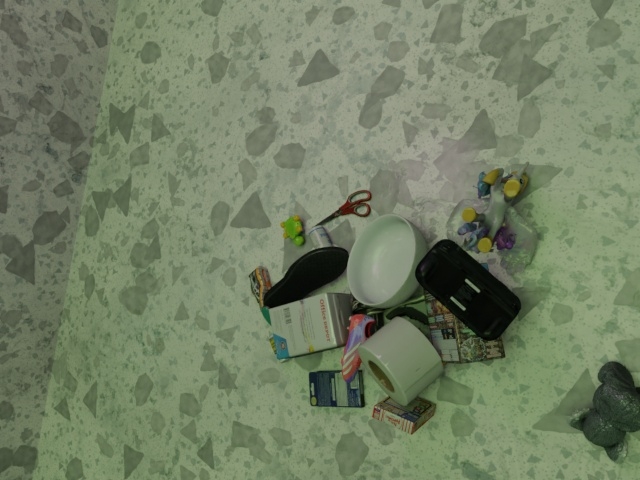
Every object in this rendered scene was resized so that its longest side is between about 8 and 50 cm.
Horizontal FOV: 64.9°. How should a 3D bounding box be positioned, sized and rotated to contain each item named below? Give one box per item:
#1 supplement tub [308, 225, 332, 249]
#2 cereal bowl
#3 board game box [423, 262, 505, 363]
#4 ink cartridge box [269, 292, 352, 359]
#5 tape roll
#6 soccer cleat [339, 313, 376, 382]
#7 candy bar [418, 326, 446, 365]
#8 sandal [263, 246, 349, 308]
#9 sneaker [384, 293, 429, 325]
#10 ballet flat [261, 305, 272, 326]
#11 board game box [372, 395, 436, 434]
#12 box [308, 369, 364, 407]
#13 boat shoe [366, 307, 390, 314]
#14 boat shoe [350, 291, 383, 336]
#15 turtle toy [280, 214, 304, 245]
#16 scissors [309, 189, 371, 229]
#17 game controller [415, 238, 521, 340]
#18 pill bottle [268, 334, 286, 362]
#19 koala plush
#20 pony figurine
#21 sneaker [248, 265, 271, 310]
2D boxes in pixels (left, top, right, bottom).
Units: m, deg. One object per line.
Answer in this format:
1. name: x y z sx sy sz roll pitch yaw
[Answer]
1. supplement tub: 0.000 0.000 2.030 0.071 0.071 0.107 -34 68 23
2. cereal bowl: 0.254 0.083 1.789 0.339 0.141 0.339 -31 48 43
3. board game box: 0.446 0.237 1.610 0.141 0.232 0.291 -5 79 -9
4. ink cartridge box: -0.020 0.327 1.924 0.270 0.197 0.198 -19 73 29
5. tape roll: 0.264 0.401 1.682 0.169 0.246 0.246 -35 61 -17
6. soccer cleat: 0.133 0.385 1.787 0.095 0.083 0.248 7 84 28
7. candy bar: 0.384 0.375 1.773 0.040 0.018 0.161 -46 62 15
8. sandal: -0.071 0.134 2.000 0.445 0.167 0.107 -38 34 30
9. sneaker: 0.338 0.267 1.778 0.222 0.083 0.118 -26 71 25
10. ballet flat: -0.162 0.341 2.063 0.074 0.074 0.203 -41 86 21
11. board game box: 0.285 0.574 1.702 0.146 0.193 0.045 15 101 33
12. box: 0.059 0.570 1.937 0.225 0.036 0.137 -9 78 29
13. boat shoe: 0.214 0.242 1.828 0.049 0.137 0.043 -27 75 45
14. boat shoe: 0.174 0.299 1.867 0.112 0.095 0.335 -22 72 28
15. turtle toy: -0.107 -0.040 2.104 0.095 0.066 0.130 -24 72 27
16. scissors: 0.075 -0.122 2.033 0.297 0.021 0.109 -15 78 31
17. game controller: 0.435 0.145 1.486 0.319 0.067 0.166 42 90 3
18. pill bottle: -0.164 0.442 2.076 0.065 0.065 0.116 -35 67 23
19. koala plush: 0.815 0.489 1.405 0.196 0.203 0.221 42 117 29
20. pony figurine: 0.548 -0.075 1.578 0.302 0.363 0.351 28 114 23
21. sneaker: -0.255 0.219 2.158 0.083 0.084 0.215 -28 61 29
